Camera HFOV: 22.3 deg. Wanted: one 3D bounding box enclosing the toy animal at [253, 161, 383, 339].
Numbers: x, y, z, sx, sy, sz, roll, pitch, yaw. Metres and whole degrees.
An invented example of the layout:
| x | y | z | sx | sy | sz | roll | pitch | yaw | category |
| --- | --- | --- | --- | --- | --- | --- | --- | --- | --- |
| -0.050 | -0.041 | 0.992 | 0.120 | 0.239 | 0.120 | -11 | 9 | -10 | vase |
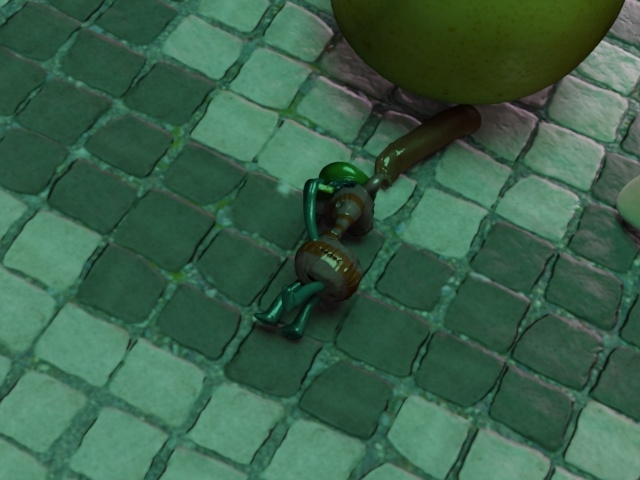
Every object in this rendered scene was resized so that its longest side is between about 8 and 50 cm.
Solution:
| x | y | z | sx | sy | sz | roll | pitch | yaw | category |
| --- | --- | --- | --- | --- | --- | --- | --- | --- | --- |
| 0.000 | 0.000 | 1.640 | 0.100 | 0.103 | 0.208 | -7 | 43 | 39 | toy animal |

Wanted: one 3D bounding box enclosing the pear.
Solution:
| x | y | z | sx | sy | sz | roll | pitch | yaw | category |
| --- | --- | --- | --- | --- | --- | --- | --- | --- | --- |
| 0.178 | -0.316 | 1.768 | 0.348 | 0.348 | 0.348 | 6 | 53 | -8 | pear |

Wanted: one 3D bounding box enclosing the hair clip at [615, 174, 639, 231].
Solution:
| x | y | z | sx | sy | sz | roll | pitch | yaw | category |
| --- | --- | --- | --- | --- | --- | --- | --- | --- | --- |
| 0.470 | -0.019 | 1.761 | 0.282 | 0.113 | 0.172 | 21 | 52 | -2 | hair clip |

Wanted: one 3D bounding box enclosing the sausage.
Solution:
| x | y | z | sx | sy | sz | roll | pitch | yaw | category |
| --- | --- | --- | --- | --- | --- | --- | --- | --- | --- |
| 0.115 | -0.107 | 1.785 | 0.158 | 0.036 | 0.042 | -35 | 59 | -31 | sausage |
